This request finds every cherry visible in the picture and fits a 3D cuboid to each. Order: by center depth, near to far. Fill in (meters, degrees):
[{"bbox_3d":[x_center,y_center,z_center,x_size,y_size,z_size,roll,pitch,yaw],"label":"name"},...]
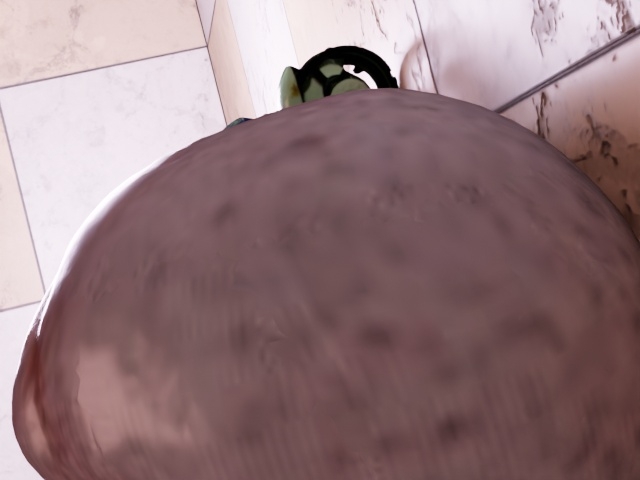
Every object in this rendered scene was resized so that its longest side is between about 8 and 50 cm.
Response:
[{"bbox_3d":[0.021,0.062,0.519,0.326,0.335,0.291,22,112,49],"label":"cherry"}]

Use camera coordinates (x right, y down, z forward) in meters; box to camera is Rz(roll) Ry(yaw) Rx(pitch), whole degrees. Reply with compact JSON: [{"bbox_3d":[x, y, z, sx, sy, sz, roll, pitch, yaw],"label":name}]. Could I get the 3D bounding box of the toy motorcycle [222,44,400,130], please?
[{"bbox_3d":[0.000,0.000,0.827,0.125,0.196,0.331,-145,44,-74],"label":"toy motorcycle"}]
